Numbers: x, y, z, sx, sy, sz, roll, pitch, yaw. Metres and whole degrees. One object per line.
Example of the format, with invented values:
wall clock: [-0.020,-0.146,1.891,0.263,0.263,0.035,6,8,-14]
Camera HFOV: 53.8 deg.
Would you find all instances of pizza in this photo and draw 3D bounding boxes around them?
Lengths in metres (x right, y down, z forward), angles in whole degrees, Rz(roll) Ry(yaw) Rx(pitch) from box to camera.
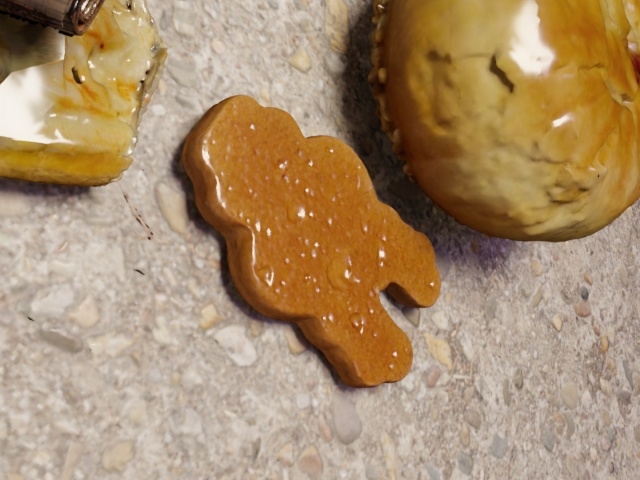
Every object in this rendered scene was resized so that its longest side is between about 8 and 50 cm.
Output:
pizza: [-0.199,-0.179,0.470,0.189,0.071,0.297,20,62,-33]

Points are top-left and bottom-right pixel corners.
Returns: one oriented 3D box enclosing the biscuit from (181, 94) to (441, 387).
biscuit: [0.000,0.000,0.625,0.334,0.047,0.202,44,55,-28]

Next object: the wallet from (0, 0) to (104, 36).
wallet: [-0.235,-0.210,0.394,0.230,0.042,0.124,17,65,1]

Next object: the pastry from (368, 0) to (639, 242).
pastry: [0.223,-0.190,0.726,0.409,0.245,0.410,9,77,-43]
